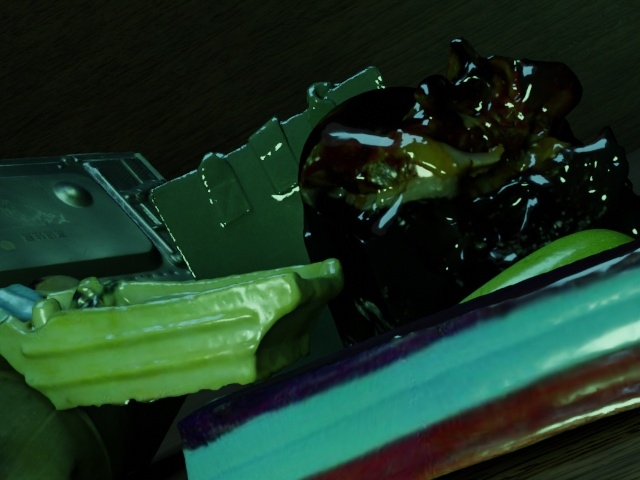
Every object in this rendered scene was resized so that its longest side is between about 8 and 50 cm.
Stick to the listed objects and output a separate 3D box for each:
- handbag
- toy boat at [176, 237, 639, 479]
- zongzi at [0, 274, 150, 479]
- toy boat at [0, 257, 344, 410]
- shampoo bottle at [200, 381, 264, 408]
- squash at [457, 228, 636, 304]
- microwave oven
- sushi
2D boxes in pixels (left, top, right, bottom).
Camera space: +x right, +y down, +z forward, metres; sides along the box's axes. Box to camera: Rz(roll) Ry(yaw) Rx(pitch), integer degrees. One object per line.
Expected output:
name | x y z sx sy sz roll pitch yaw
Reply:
handbag | 0.000 0.001 1.370 0.247 0.260 0.079 -29 -5 -1
toy boat | 0.068 0.071 0.694 0.392 0.079 0.136 -25 0 36
zongzi | -0.305 0.233 1.145 0.393 0.174 0.356 -45 7 14
toy boat | -0.115 0.065 1.032 0.276 0.084 0.111 -6 6 27
shampoo bottle | -0.012 0.120 1.017 0.063 0.057 0.207 -6 -10 -36
squash | 0.100 0.056 0.824 0.201 0.066 0.066 -30 0 -8
microwave oven | -0.327 0.091 1.473 0.394 0.247 0.333 -7 -47 -51
sushi | 0.102 -0.031 1.076 0.227 0.212 0.215 -22 1 -15
